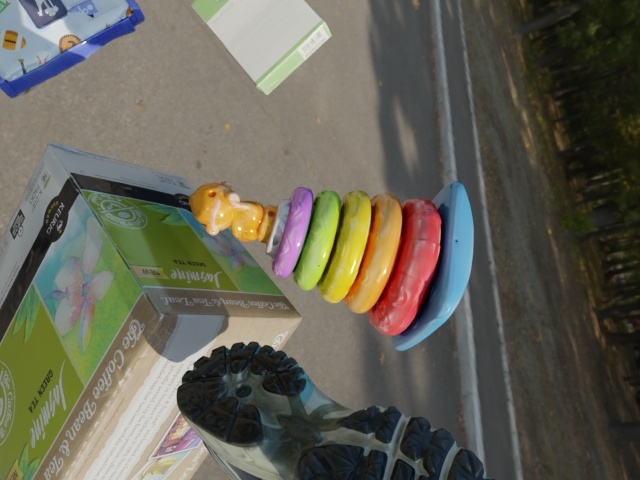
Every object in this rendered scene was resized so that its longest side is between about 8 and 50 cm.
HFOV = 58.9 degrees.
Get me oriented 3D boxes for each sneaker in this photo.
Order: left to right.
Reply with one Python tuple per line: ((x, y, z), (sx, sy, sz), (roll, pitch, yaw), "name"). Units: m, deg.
((0.018, 0.179, 0.407), (0.110, 0.283, 0.122), (-36, 135, -30), "sneaker")

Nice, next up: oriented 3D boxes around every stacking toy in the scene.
((0.000, 0.000, 0.637), (0.166, 0.301, 0.175), (121, -17, -61), "stacking toy")

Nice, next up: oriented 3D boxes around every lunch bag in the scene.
((-0.586, -0.503, 1.181), (0.385, 0.327, 0.239), (52, -10, 24), "lunch bag")

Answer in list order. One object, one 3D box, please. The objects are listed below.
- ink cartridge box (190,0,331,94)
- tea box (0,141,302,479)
((-0.117, -0.422, 1.086), (0.235, 0.171, 0.056), (52, 9, 16), "ink cartridge box")
((-0.258, 0.114, 0.721), (0.323, 0.329, 0.220), (44, 20, 32), "tea box")
